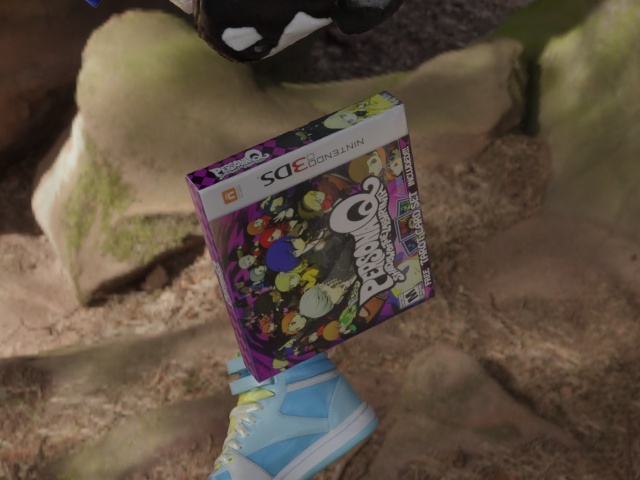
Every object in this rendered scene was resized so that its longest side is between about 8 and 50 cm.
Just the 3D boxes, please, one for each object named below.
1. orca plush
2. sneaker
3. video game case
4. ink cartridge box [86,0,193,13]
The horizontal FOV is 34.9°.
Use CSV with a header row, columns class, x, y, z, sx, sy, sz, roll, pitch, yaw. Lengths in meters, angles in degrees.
class,x,y,z,sx,sy,sz,roll,pitch,yaw
orca plush,0.002,-0.206,0.596,0.102,0.287,0.151,-10,79,-52
sneaker,-0.099,0.239,1.330,0.319,0.127,0.208,-31,89,-29
video game case,0.000,0.000,0.972,0.210,0.232,0.042,-24,36,-16
ink cartridge box,-0.146,-0.418,1.031,0.270,0.395,0.151,38,0,-18
